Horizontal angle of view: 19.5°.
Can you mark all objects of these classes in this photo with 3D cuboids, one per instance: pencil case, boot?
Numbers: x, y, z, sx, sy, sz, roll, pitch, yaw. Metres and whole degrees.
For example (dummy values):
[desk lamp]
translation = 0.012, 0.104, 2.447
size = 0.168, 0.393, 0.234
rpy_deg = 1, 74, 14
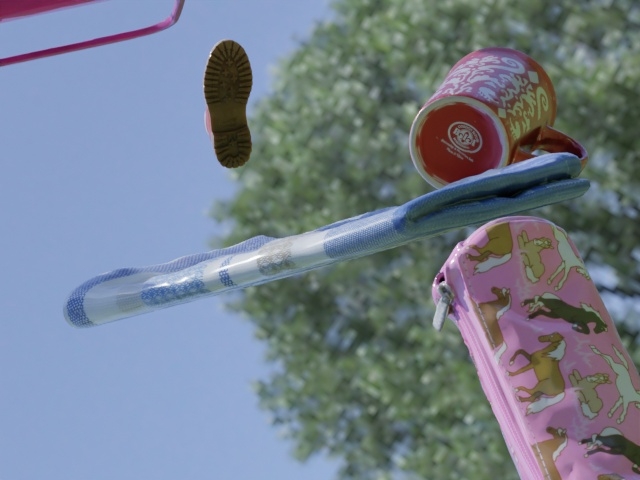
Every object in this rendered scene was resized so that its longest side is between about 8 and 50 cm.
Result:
[pencil case]
translation = 0.238, 0.166, 1.833
size = 0.167, 0.386, 0.160
rpy_deg = -24, -30, 2
[boot]
translation = -0.117, -0.173, 2.215
size = 0.059, 0.084, 0.158
rpy_deg = -6, -61, -13

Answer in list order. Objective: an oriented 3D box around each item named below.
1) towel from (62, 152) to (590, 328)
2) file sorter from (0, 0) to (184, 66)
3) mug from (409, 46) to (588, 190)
[towel]
translation = 0.000, 0.000, 1.152
size = 0.209, 0.285, 0.034
rpy_deg = -14, -91, -50
[file sorter]
translation = -0.229, -0.296, 1.445
size = 0.202, 0.290, 0.182
rpy_deg = -14, -7, -12
[mug]
translation = 0.162, -0.106, 1.695
size = 0.169, 0.150, 0.113
rpy_deg = -42, -49, -66
